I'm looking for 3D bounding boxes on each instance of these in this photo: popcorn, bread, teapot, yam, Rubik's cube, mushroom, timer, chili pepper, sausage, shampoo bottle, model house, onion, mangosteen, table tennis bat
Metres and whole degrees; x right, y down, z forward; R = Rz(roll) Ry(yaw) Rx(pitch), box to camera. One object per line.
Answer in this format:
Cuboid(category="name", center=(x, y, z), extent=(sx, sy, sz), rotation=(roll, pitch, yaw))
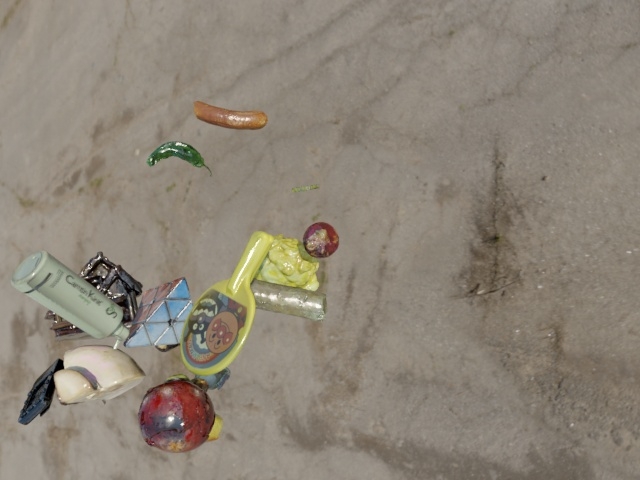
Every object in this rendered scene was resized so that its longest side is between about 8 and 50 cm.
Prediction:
Cuboid(category="popcorn", center=(-0.129, 0.090, 1.622), extent=(0.256, 0.255, 0.195), rotation=(-26, 29, 34))
Cuboid(category="bread", center=(-0.359, 0.508, 1.315), extent=(0.156, 0.125, 0.086), rotation=(7, 70, 39))
Cuboid(category="teapot", center=(-0.393, 0.497, 1.722), extent=(0.108, 0.149, 0.111), rotation=(29, 71, 4))
Cuboid(category="yam", center=(-0.103, 0.177, 1.406), extent=(0.259, 0.093, 0.093), rotation=(11, 96, 0))
Cuboid(category="Rubik's cube", center=(-0.355, 0.197, 1.210), extent=(0.190, 0.178, 0.211), rotation=(-38, 29, 21))
Cuboid(category="mushroom", center=(-0.592, 0.338, 1.283), extent=(0.173, 0.236, 0.162), rotation=(-27, 75, -5))
Cuboid(category="timer", center=(-0.883, 0.484, 1.506), extent=(0.144, 0.055, 0.187), rotation=(-41, 30, 13))
Cuboid(category="chili pepper", center=(-0.572, -0.344, 1.959), extent=(0.065, 0.278, 0.122), rotation=(33, 112, 55))
Cuboid(category="sausage", center=(-0.363, -0.493, 1.884), extent=(0.076, 0.302, 0.103), rotation=(101, 179, -48))
Cuboid(category="shampoo bottle", center=(-0.494, 0.130, 0.971), extent=(0.085, 0.262, 0.085), rotation=(-19, 43, 19))
Cuboid(category="model house", center=(-0.762, 0.179, 1.589), extent=(0.317, 0.297, 0.283), rotation=(-32, 61, 57))
Cuboid(category="onion", center=(0.000, 0.000, 1.363), extent=(0.097, 0.107, 0.107), rotation=(178, 96, -80))
Cuboid(category="mangosteen", center=(-0.319, 0.376, 1.048), extent=(0.166, 0.166, 0.180), rotation=(-64, 24, 19))
Cuboid(category="table tennis bat", center=(-0.213, 0.140, 1.112), extent=(0.224, 0.054, 0.369), rotation=(16, 74, 45))

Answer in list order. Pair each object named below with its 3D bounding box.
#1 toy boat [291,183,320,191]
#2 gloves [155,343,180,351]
Cuboid(category="toy boat", center=(-0.045, -0.165, 1.481), extent=(0.063, 0.115, 0.016), rotation=(-5, 98, 17))
Cuboid(category="gloves", center=(-0.439, 0.285, 1.458), extent=(0.124, 0.164, 0.203), rotation=(57, 143, 5))
